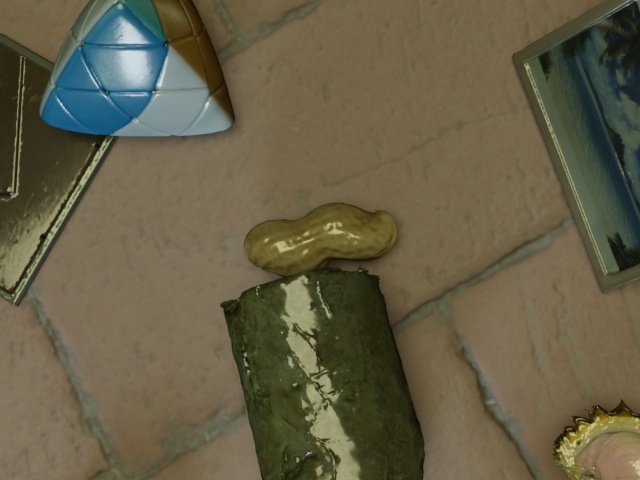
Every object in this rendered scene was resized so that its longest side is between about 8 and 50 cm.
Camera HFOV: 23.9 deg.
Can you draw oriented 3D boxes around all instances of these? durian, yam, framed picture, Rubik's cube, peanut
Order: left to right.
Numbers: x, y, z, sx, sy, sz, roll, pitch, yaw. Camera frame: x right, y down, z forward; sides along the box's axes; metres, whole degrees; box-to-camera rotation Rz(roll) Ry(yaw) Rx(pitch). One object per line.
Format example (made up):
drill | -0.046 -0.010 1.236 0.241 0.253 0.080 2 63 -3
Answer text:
framed picture | -0.399 -0.093 1.918 0.211 0.020 0.289 30 89 9
Rubik's cube | -0.224 -0.192 1.853 0.254 0.254 0.254 -1 84 7
peanut | 0.000 0.000 1.828 0.187 0.082 0.082 -15 82 4
yam | 0.010 0.191 1.751 0.195 0.195 0.300 -15 81 6
durian | 0.359 0.289 1.754 0.140 0.078 0.224 -27 92 -8
framed picture | 0.360 -0.120 1.747 0.232 0.024 0.315 -29 76 46
